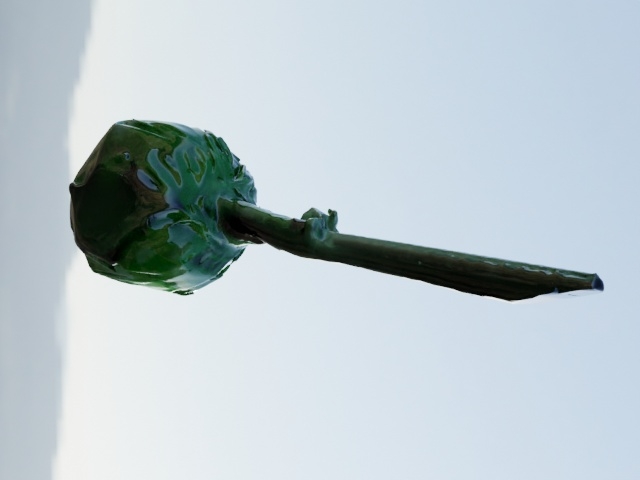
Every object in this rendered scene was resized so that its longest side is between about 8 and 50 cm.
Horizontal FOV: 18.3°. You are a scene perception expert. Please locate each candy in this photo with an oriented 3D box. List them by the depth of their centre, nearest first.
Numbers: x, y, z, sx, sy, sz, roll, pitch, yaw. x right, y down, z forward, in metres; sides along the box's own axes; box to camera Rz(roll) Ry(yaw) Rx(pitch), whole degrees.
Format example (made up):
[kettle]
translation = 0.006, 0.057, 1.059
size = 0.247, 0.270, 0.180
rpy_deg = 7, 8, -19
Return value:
[candy]
translation = 0.002, 0.000, 0.961
size = 0.323, 0.097, 0.097
rpy_deg = 12, -73, 41
